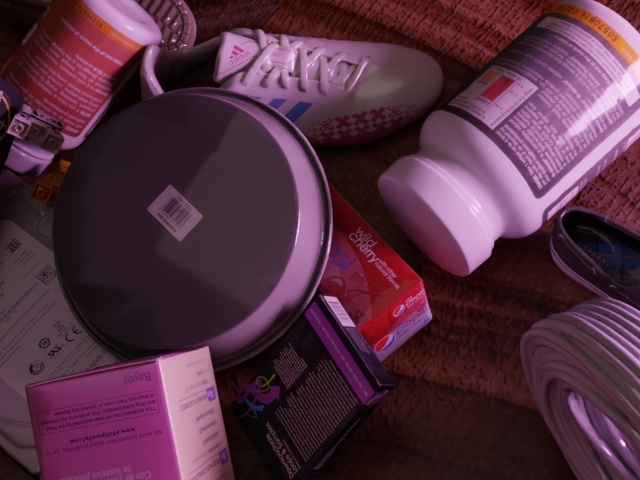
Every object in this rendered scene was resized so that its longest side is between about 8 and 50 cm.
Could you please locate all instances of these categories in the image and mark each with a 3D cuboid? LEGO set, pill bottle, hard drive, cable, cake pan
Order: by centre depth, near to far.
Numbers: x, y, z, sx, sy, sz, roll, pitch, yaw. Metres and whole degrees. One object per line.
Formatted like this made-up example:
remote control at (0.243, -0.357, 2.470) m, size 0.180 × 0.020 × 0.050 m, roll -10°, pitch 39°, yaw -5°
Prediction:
cable at (0.273, 0.163, 1.178) m, size 0.089 × 0.257 × 0.257 m, roll -32°, pitch 83°, yaw -11°
cake pan at (-0.136, -0.017, 1.371) m, size 0.293 × 0.054 × 0.293 m, roll -3°, pitch 78°, yaw 13°
pill bottle at (0.200, -0.102, 1.404) m, size 0.278 × 0.162 × 0.162 m, roll -41°, pitch 60°, yaw -12°
hard drive at (-0.311, 0.082, 1.470) m, size 0.339 × 0.064 × 0.237 m, roll 34°, pitch 72°, yaw 28°
LEGO set at (-0.242, -0.068, 1.507) m, size 0.087 × 0.227 × 0.093 m, roll -58°, pitch 23°, yaw 17°
pill bottle at (-0.284, -0.180, 1.548) m, size 0.216 × 0.121 × 0.121 m, roll -49°, pitch 59°, yaw 14°

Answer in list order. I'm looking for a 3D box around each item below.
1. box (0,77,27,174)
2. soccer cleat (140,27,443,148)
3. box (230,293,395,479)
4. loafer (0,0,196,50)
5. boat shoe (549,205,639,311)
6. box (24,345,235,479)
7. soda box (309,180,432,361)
box at (-0.530, -0.030, 1.501) m, size 0.394 × 0.097 × 0.318 m, roll 2°, pitch 67°, yaw 31°
soccer cleat at (-0.037, -0.170, 1.507) m, size 0.331 × 0.143 × 0.116 m, roll -6°, pitch 59°, yaw 9°
box at (-0.010, 0.148, 1.332) m, size 0.162 × 0.029 × 0.116 m, roll -50°, pitch 55°, yaw 25°
loafer at (-0.270, -0.276, 1.655) m, size 0.268 × 0.092 × 0.102 m, roll 23°, pitch 75°, yaw 6°
boat shoe at (0.319, 0.035, 1.348) m, size 0.228 × 0.076 × 0.080 m, roll 37°, pitch 74°, yaw 28°
box at (-0.148, 0.224, 1.212) m, size 0.117 × 0.213 × 0.243 m, roll -12°, pitch 88°, yaw 6°
soda box at (0.000, 0.000, 1.429) m, size 0.083 × 0.092 × 0.263 m, roll -37°, pitch 59°, yaw -9°
